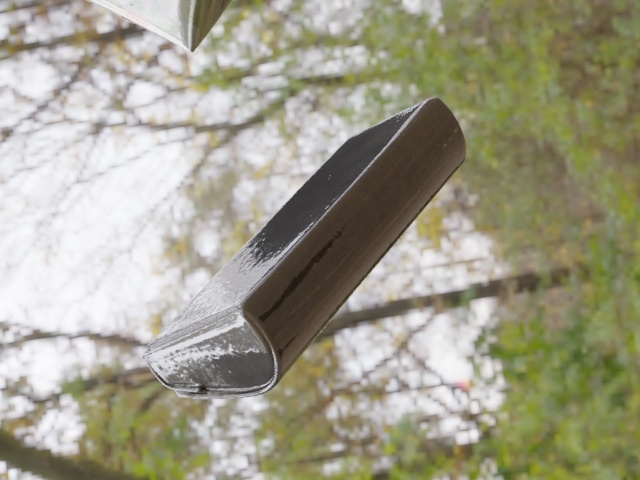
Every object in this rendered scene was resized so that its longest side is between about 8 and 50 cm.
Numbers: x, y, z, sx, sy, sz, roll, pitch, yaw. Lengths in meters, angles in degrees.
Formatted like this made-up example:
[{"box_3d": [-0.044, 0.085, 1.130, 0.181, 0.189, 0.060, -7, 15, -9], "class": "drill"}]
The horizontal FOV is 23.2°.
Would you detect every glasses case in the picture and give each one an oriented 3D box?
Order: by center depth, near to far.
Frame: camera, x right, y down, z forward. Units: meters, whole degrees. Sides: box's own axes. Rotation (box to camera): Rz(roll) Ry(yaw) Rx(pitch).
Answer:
[{"box_3d": [-0.001, 0.001, 0.714, 0.190, 0.072, 0.042, -48, -65, -43], "class": "glasses case"}]

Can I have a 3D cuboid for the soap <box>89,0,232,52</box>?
[{"box_3d": [-0.141, -0.282, 1.252, 0.138, 0.182, 0.199, -59, -6, -29], "class": "soap"}]
